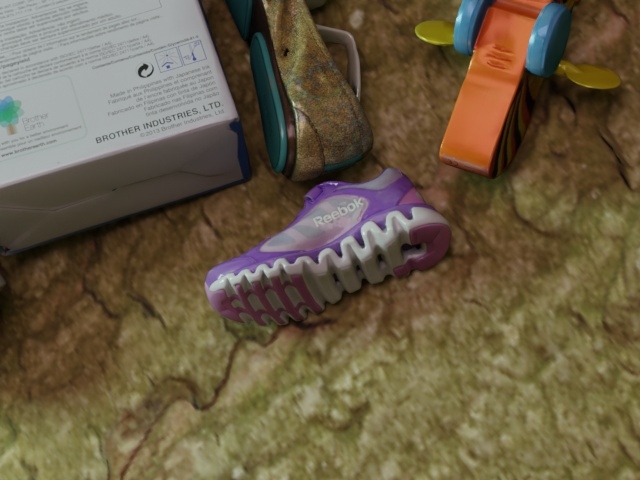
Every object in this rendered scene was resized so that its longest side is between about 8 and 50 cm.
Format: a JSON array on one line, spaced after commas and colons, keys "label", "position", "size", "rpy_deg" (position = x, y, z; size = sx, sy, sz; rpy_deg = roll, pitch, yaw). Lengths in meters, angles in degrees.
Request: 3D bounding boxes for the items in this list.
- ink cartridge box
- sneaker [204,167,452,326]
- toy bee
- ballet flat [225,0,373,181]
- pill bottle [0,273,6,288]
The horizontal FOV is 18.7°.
[{"label": "ink cartridge box", "position": [-0.254, -0.217, 1.915], "size": [0.270, 0.151, 0.395], "rpy_deg": [-17, 68, -7]}, {"label": "sneaker", "position": [0.000, 0.000, 1.834], "size": [0.236, 0.095, 0.104], "rpy_deg": [-20, 58, -1]}, {"label": "toy bee", "position": [0.208, -0.203, 1.850], "size": [0.195, 0.162, 0.298], "rpy_deg": [41, 106, 16]}, {"label": "ballet flat", "position": [-0.029, -0.215, 1.922], "size": [0.123, 0.123, 0.348], "rpy_deg": [-19, 65, 4]}, {"label": "pill bottle", "position": [-0.438, -0.032, 1.857], "size": [0.160, 0.160, 0.283], "rpy_deg": [-37, 91, -4]}]
